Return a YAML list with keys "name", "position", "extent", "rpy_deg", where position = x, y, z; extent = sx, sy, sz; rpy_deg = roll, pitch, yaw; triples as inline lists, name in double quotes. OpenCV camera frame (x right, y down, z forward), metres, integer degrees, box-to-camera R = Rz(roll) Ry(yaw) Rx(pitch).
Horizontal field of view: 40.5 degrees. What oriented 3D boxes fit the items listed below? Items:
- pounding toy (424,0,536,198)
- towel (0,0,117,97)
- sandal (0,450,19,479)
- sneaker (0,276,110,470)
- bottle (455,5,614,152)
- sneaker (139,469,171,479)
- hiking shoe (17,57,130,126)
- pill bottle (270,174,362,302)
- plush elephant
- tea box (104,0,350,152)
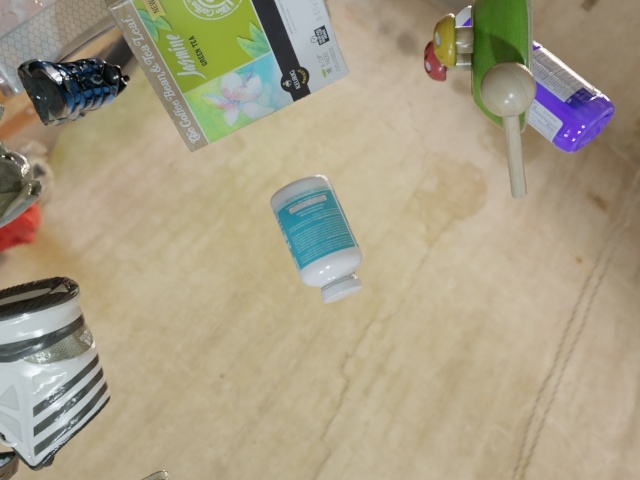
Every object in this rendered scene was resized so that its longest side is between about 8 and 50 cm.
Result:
- name: "pounding toy"
  position: [0.164, -0.185, 0.924]
  extent: [0.183, 0.110, 0.236]
  rpy_deg: [78, 15, -53]
- name: "towel"
  position: [-0.541, -0.468, 1.572]
  extent: [0.053, 0.317, 0.332]
  rpy_deg: [-8, -148, 38]
- name: "sandal"
  position: [-0.579, 0.397, 1.512]
  extent: [0.302, 0.086, 0.120]
  rpy_deg: [-51, -171, 6]
- name: "sneaker"
  position: [-0.495, 0.216, 1.197]
  extent: [0.448, 0.257, 0.169]
  rpy_deg: [-10, -163, 20]
- name: "bottle"
  position: [0.319, -0.257, 1.355]
  extent: [0.118, 0.283, 0.092]
  rpy_deg: [-30, 157, -44]
- name: "sneaker"
  position: [-0.358, 0.520, 1.652]
  extent: [0.192, 0.086, 0.064]
  rpy_deg: [-26, 141, -19]
- name: "hiking shoe"
  position: [-0.409, -0.267, 1.446]
  extent: [0.132, 0.113, 0.304]
  rpy_deg: [-25, -168, 1]
- name: "pill bottle"
  position: [0.000, 0.000, 1.897]
  extent: [0.146, 0.264, 0.146]
  rpy_deg: [-22, 167, -5]
- name: "plush elephant"
  position: [-0.607, -0.120, 1.467]
  extent: [0.255, 0.330, 0.272]
  rpy_deg: [-23, -156, -27]
- name: "tea box"
  position: [-0.167, -0.386, 1.471]
  extent: [0.324, 0.220, 0.329]
  rpy_deg: [-27, 139, 0]
